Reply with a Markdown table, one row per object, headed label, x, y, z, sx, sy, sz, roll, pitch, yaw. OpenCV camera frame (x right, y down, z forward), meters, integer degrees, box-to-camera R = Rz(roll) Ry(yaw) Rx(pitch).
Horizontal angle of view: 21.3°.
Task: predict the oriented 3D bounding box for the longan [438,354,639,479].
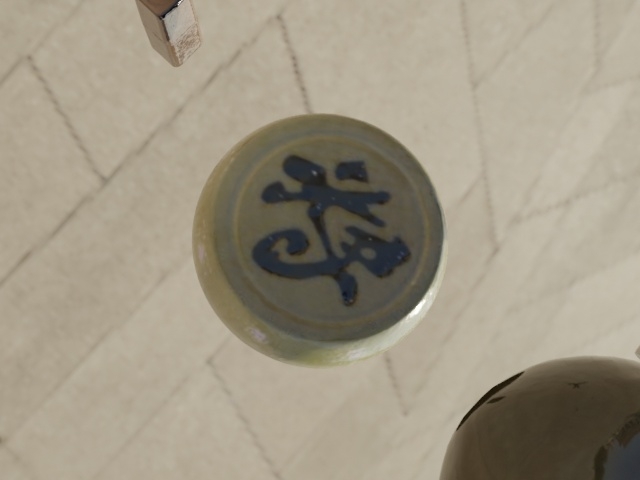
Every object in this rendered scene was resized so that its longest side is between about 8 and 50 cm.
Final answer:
| label | x | y | z | sx | sy | sz | roll | pitch | yaw |
| --- | --- | --- | --- | --- | --- | --- | --- | --- | --- |
| longan | 0.202 | 0.190 | 1.163 | 0.248 | 0.248 | 0.248 | -41 | 155 | -23 |

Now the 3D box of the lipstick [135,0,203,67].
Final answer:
| label | x | y | z | sx | sy | sz | roll | pitch | yaw |
| --- | --- | --- | --- | --- | --- | --- | --- | --- | --- |
| lipstick | -0.149 | -0.220 | 1.682 | 0.045 | 0.045 | 0.145 | -47 | 169 | -9 |

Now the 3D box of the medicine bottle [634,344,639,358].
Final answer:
| label | x | y | z | sx | sy | sz | roll | pitch | yaw |
| --- | --- | --- | --- | --- | --- | --- | --- | --- | --- |
| medicine bottle | 0.383 | 0.101 | 1.811 | 0.089 | 0.057 | 0.057 | -52 | 157 | -2 |

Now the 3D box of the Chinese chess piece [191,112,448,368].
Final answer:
| label | x | y | z | sx | sy | sz | roll | pitch | yaw |
| --- | --- | --- | --- | --- | --- | --- | --- | --- | --- |
| Chinese chess piece | 0.000 | 0.000 | 1.696 | 0.257 | 0.257 | 0.104 | -44 | 174 | -17 |
